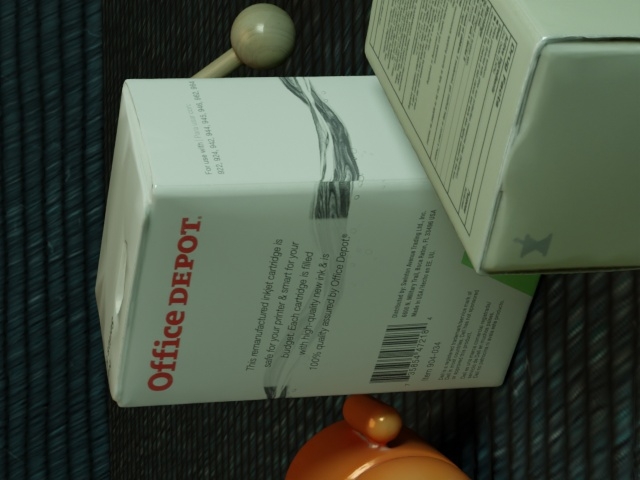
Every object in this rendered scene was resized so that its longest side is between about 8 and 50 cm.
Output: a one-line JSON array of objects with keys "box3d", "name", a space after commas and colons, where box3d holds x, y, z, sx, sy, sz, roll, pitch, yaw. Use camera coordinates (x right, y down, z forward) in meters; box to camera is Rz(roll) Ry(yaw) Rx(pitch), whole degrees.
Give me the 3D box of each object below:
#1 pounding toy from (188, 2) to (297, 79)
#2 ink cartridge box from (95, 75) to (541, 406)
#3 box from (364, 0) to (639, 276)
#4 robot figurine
[{"box3d": [-0.011, -0.066, 1.453, 0.183, 0.110, 0.237, -40, 87, 33], "name": "pounding toy"}, {"box3d": [0.000, 0.000, 1.158, 0.115, 0.273, 0.198, -108, 24, -44], "name": "ink cartridge box"}, {"box3d": [0.123, -0.107, 0.991, 0.232, 0.127, 0.148, -113, 27, -49], "name": "box"}, {"box3d": [0.048, 0.203, 1.278, 0.158, 0.128, 0.219, -63, 18, 1], "name": "robot figurine"}]
